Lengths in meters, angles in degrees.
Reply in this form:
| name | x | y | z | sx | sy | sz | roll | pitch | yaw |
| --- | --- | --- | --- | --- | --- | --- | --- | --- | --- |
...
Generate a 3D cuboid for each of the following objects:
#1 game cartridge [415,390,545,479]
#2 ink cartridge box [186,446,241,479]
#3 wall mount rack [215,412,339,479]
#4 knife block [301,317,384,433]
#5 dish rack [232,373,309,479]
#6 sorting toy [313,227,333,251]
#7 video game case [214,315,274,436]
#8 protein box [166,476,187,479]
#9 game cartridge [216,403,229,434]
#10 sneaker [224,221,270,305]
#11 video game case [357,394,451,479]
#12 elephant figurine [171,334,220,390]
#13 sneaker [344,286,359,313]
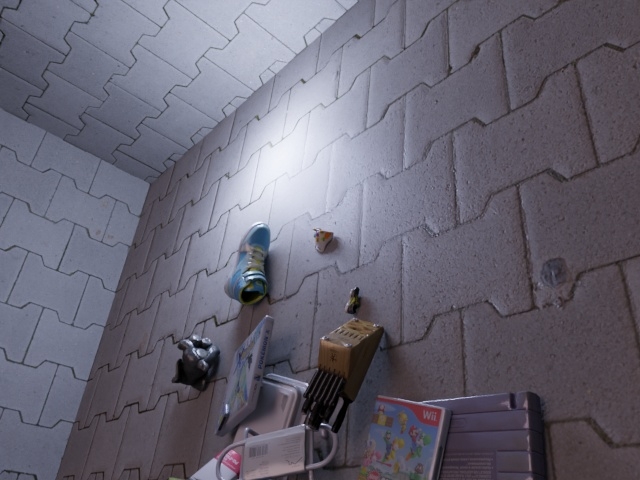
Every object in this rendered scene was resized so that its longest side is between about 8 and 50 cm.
| name | x | y | z | sx | sy | sz | roll | pitch | yaw |
| --- | --- | --- | --- | --- | --- | --- | --- | --- | --- |
| game cartridge | 0.280 | 0.440 | 1.096 | 0.355 | 0.068 | 0.230 | -23 | 52 | 44 |
| ink cartridge box | -0.301 | 0.708 | 1.451 | 0.100 | 0.237 | 0.171 | 20 | 121 | 33 |
| wall mount rack | -0.092 | 0.609 | 1.362 | 0.350 | 0.130 | 0.304 | -18 | 44 | 17 |
| knife block | 0.057 | 0.350 | 1.373 | 0.088 | 0.276 | 0.242 | 14 | 106 | 28 |
| dish rack | -0.170 | 0.567 | 1.609 | 0.286 | 0.072 | 0.332 | -4 | 64 | 52 |
| sorting toy | 0.000 | 0.000 | 1.840 | 0.083 | 0.045 | 0.075 | 18 | 100 | 57 |
| video game case | -0.245 | 0.438 | 1.726 | 0.329 | 0.036 | 0.299 | -50 | 24 | 48 |
| protein box | -0.386 | 0.832 | 1.574 | 0.136 | 0.201 | 0.199 | -47 | 34 | 27 |
| game cartridge | -0.305 | 0.555 | 1.680 | 0.056 | 0.017 | 0.083 | -112 | 45 | -74 |
| sneaker | -0.238 | 0.097 | 2.011 | 0.208 | 0.127 | 0.319 | 27 | 98 | 59 |
| video game case | 0.164 | 0.485 | 1.146 | 0.204 | 0.025 | 0.285 | -8 | 59 | 52 |
| elephant figurine | -0.490 | 0.496 | 2.057 | 0.169 | 0.186 | 0.239 | 33 | 109 | 15 |
| sneaker | 0.101 | 0.177 | 1.571 | 0.035 | 0.031 | 0.083 | 13 | 81 | 43 |
